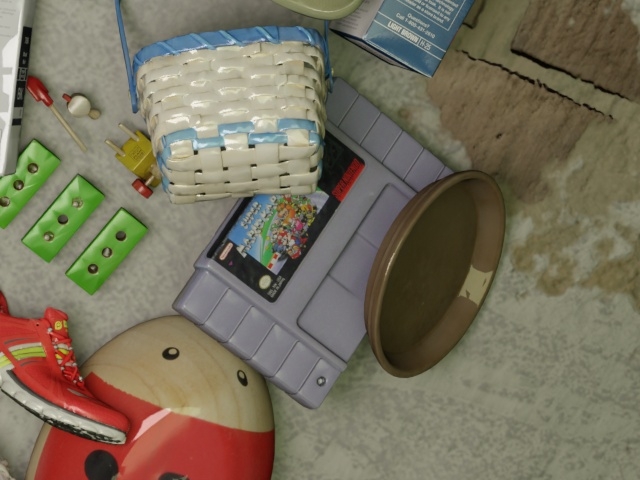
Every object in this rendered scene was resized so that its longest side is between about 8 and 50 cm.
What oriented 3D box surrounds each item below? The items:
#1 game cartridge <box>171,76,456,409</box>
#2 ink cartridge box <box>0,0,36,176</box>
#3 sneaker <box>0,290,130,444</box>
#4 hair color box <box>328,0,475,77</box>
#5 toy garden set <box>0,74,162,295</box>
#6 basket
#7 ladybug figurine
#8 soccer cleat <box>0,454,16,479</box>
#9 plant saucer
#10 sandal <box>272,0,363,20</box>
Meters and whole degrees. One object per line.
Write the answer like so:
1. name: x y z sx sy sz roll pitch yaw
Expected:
1. game cartridge: 0.000 0.000 2.002 0.230 0.068 0.355 39 75 -22
2. ink cartridge box: -0.414 -0.248 1.858 0.165 0.065 0.332 9 97 4
3. sneaker: -0.326 0.140 1.914 0.279 0.107 0.118 32 81 22
4. hair color box: 0.153 -0.375 1.944 0.105 0.174 0.347 28 94 -18
5. toy garden set: -0.308 -0.087 1.960 0.244 0.049 0.204 40 92 -17
6. basket: -0.109 -0.193 1.894 0.255 0.201 0.289 -4 69 -3
7. ladybug figurine: -0.208 0.317 2.008 0.305 0.162 0.449 16 98 -17
8. soccer cleat: -0.403 0.317 1.925 0.331 0.116 0.143 39 93 12
9. plant saucer: 0.139 0.038 2.024 0.278 0.041 0.278 -35 137 -40
10. sandal: -0.088 -0.328 1.793 0.303 0.086 0.120 14 95 -5
